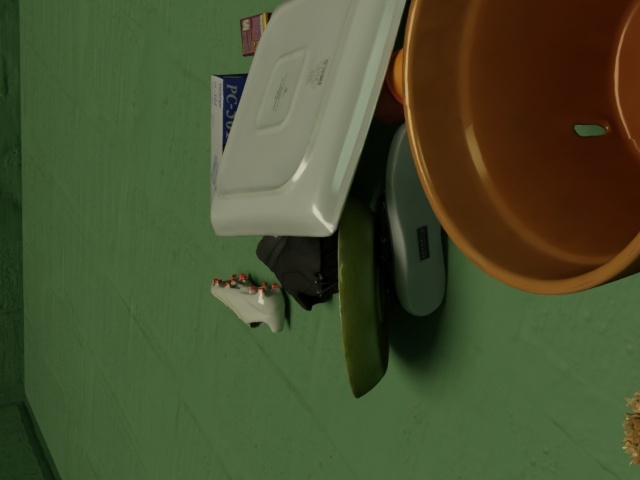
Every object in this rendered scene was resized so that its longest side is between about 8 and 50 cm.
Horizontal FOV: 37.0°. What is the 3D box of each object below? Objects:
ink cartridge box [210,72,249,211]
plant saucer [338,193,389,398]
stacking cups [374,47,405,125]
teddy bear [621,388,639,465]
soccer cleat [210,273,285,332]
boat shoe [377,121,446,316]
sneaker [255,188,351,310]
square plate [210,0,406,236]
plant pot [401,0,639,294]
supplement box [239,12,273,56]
[{"bbox_3d":[-0.110,-0.140,1.405,0.046,0.097,0.207,31,125,54],"label":"ink cartridge box"},{"bbox_3d":[0.055,0.063,1.122,0.241,0.037,0.240,-3,-90,-82],"label":"plant saucer"},{"bbox_3d":[0.136,-0.207,0.957,0.316,0.096,0.096,-30,72,61],"label":"stacking cups"},{"bbox_3d":[0.309,0.045,0.514,0.245,0.113,0.337,20,110,31],"label":"teddy bear"},{"bbox_3d":[-0.119,0.100,1.525,0.196,0.068,0.076,10,110,57],"label":"soccer cleat"},{"bbox_3d":[0.099,-0.028,1.095,0.076,0.080,0.228,22,124,56],"label":"boat shoe"},{"bbox_3d":[0.000,0.000,1.251,0.130,0.109,0.286,58,160,16],"label":"sneaker"},{"bbox_3d":[-0.028,-0.173,1.145,0.344,0.049,0.347,0,72,64],"label":"square plate"},{"bbox_3d":[0.223,-0.119,0.707,0.291,0.204,0.290,26,120,56],"label":"plant pot"},{"bbox_3d":[-0.077,-0.292,1.361,0.083,0.043,0.055,10,107,59],"label":"supplement box"}]
